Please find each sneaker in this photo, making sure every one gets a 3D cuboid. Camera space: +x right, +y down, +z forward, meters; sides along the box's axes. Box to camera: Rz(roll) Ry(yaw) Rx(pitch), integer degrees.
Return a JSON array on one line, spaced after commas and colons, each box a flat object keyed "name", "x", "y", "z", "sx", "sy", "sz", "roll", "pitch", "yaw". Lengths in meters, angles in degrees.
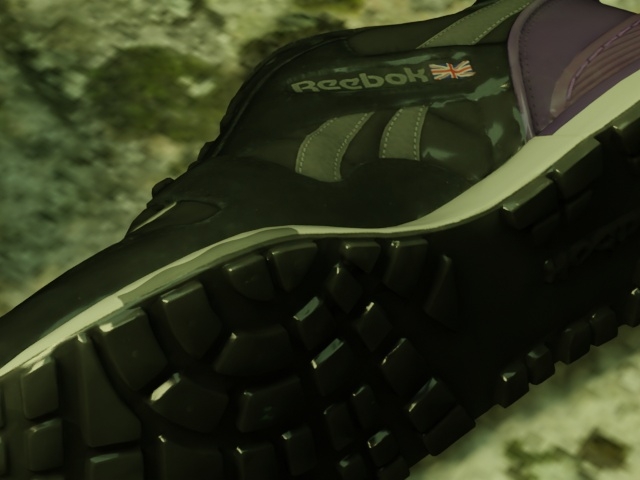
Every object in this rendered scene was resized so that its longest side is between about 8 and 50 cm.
[{"name": "sneaker", "x": 0.000, "y": 0.000, "z": 0.603, "sx": 0.283, "sy": 0.107, "sz": 0.124, "roll": -23, "pitch": 40, "yaw": -30}]
